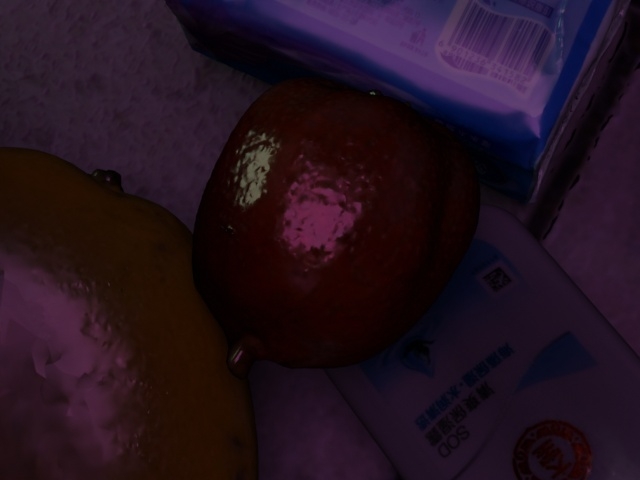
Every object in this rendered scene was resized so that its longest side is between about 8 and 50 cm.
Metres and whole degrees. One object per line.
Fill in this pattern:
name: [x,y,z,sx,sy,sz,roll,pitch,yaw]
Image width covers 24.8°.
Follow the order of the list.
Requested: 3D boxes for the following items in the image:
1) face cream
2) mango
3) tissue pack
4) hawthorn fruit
face cream: [0.141,0.135,0.881,0.163,0.080,0.337,-38,60,3]
mango: [-0.166,0.116,0.905,0.252,0.182,0.365,-16,78,0]
tissue pack: [0.062,-0.169,0.956,0.263,0.146,0.198,25,80,9]
hawthorn fruit: [0.000,0.000,0.863,0.169,0.169,0.188,25,85,8]
